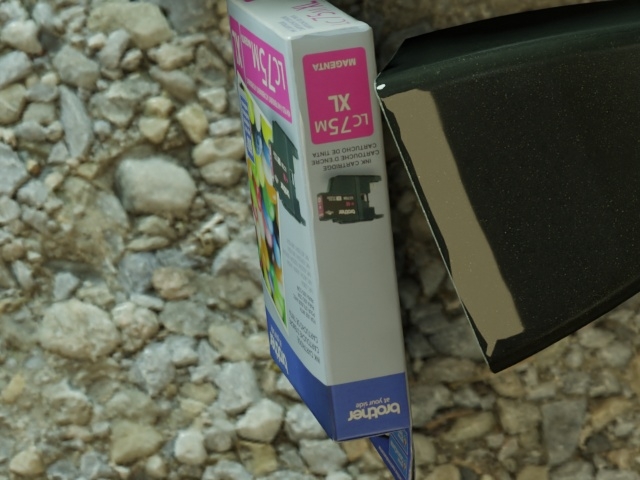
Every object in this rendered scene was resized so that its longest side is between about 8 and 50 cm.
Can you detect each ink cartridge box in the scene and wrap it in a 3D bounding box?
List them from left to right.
[{"bbox_3d":[0.000,0.000,1.286,0.065,0.186,0.311,-12,108,-11],"label":"ink cartridge box"}]

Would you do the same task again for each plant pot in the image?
[{"bbox_3d":[0.153,-0.053,1.214,0.167,0.187,0.188,-20,100,13],"label":"plant pot"}]
